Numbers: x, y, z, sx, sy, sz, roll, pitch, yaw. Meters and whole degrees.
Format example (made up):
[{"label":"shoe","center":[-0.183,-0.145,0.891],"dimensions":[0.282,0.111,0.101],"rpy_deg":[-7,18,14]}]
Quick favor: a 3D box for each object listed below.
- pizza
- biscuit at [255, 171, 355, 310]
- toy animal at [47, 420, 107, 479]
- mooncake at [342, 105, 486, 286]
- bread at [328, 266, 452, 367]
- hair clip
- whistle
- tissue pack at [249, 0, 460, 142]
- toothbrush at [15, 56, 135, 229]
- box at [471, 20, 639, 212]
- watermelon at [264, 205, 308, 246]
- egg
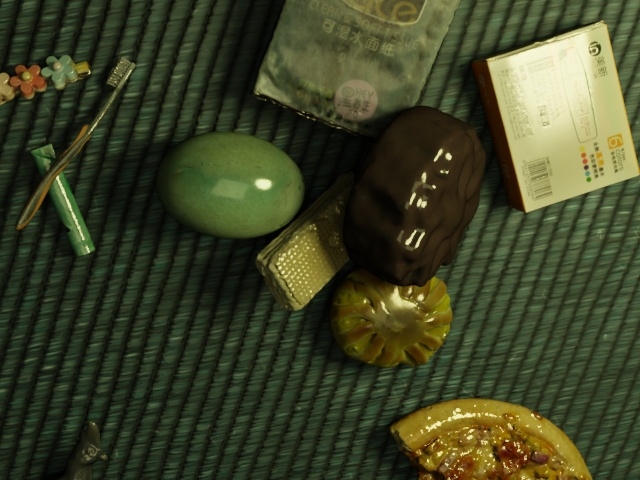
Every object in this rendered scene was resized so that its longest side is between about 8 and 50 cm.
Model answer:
[{"label":"pizza","center":[0.300,0.418,1.679],"dimensions":[0.409,0.114,0.277],"rpy_deg":[25,92,-10]},{"label":"biscuit","center":[0.000,0.000,1.505],"dimensions":[0.239,0.062,0.108],"rpy_deg":[-45,121,-30]},{"label":"toy animal","center":[-0.463,0.472,1.597],"dimensions":[0.367,0.081,0.206],"rpy_deg":[-36,109,9]},{"label":"mooncake","center":[0.159,-0.064,1.462],"dimensions":[0.141,0.283,0.283],"rpy_deg":[27,99,23]},{"label":"bread","center":[0.123,0.126,1.592],"dimensions":[0.213,0.105,0.213],"rpy_deg":[-1,99,-7]},{"label":"hair clip","center":[-0.465,-0.245,1.457],"dimensions":[0.214,0.056,0.062],"rpy_deg":[-22,71,-2]},{"label":"whistle","center":[-0.415,-0.063,1.509],"dimensions":[0.039,0.039,0.186],"rpy_deg":[-20,104,-3]},{"label":"tissue pack","center":[0.070,-0.353,1.449],"dimensions":[0.259,0.122,0.361],"rpy_deg":[21,109,-8]},{"label":"toothbrush","center":[-0.388,-0.151,1.475],"dimensions":[0.031,0.023,0.321],"rpy_deg":[32,85,-15]},{"label":"box","center":[0.395,-0.206,1.563],"dimensions":[0.221,0.091,0.273],"rpy_deg":[-17,103,-5]},{"label":"watermelon","center":[-0.040,-0.003,1.561],"dimensions":[0.106,0.062,0.105],"rpy_deg":[-3,112,-7]},{"label":"egg","center":[-0.140,-0.087,1.474],"dimensions":[0.237,0.169,0.169],"rpy_deg":[3,101,-9]}]
